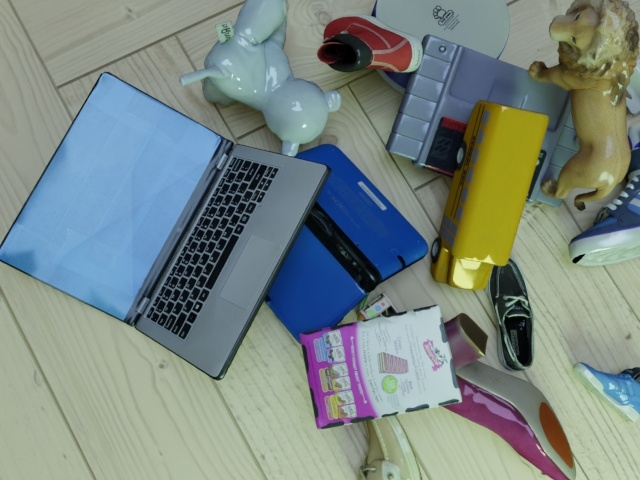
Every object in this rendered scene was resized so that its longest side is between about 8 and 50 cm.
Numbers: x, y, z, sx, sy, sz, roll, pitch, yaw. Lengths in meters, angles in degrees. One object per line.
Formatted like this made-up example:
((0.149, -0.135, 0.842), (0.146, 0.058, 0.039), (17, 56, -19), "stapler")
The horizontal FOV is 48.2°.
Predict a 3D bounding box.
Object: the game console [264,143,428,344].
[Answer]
((0.000, 0.000, 1.302), (0.250, 0.173, 0.293), (-26, 68, -41), "game console")

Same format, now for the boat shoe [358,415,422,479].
((0.114, 0.406, 1.204), (0.098, 0.109, 0.302), (-18, 85, -10), "boat shoe")

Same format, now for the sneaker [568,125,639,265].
((0.590, -0.097, 1.357), (0.323, 0.130, 0.236), (-14, 71, -5), "sneaker")

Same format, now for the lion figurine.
((0.453, -0.208, 1.184), (0.142, 0.240, 0.392), (-22, 108, -6), "lion figurine")

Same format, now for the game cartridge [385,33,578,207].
((0.320, -0.211, 1.320), (0.355, 0.068, 0.230), (16, 96, -10), "game cartridge")

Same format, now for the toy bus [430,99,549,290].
((0.290, -0.070, 1.253), (0.108, 0.130, 0.332), (10, 104, -9), "toy bus")

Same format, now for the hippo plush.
((-0.070, -0.294, 1.269), (0.237, 0.294, 0.234), (35, 95, -6), "hippo plush")

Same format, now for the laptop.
((-0.266, -0.042, 1.182), (0.408, 0.236, 0.381), (19, 79, 44), "laptop")

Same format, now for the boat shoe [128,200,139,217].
((-0.391, -0.049, 1.293), (0.133, 0.042, 0.048), (-10, 81, -6), "boat shoe")

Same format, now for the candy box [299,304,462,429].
((0.097, 0.206, 1.162), (0.234, 0.071, 0.159), (-12, 78, 6), "candy box")

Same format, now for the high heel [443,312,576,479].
((0.287, 0.302, 1.270), (0.181, 0.127, 0.377), (-35, 95, 32), "high heel")

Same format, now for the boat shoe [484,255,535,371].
((0.355, 0.127, 1.304), (0.078, 0.070, 0.219), (-6, 78, -7), "boat shoe")

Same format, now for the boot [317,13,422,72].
((0.039, -0.355, 1.283), (0.176, 0.244, 0.088), (-12, 119, -33), "boot")

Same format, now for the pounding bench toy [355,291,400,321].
((0.092, 0.122, 1.291), (0.065, 0.052, 0.083), (-35, 82, -11), "pounding bench toy")

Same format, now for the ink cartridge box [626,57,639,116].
((0.664, -0.321, 1.422), (0.143, 0.090, 0.092), (-29, 82, -11), "ink cartridge box")

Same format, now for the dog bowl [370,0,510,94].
((0.228, -0.411, 1.396), (0.265, 0.104, 0.264), (1, 77, -5), "dog bowl")

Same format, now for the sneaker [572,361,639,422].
((0.535, 0.251, 1.297), (0.152, 0.058, 0.084), (40, 83, 0), "sneaker")
